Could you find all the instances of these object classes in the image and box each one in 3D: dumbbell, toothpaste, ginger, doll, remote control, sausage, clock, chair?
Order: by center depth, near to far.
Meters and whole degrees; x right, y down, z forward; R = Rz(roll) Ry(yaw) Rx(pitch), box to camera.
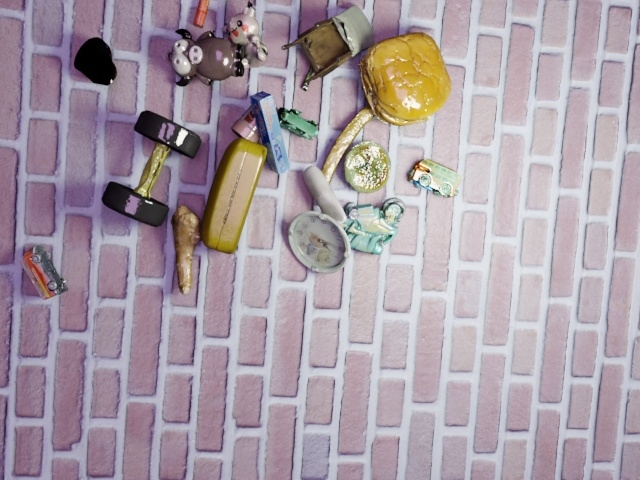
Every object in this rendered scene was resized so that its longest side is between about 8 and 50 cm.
[{"bbox_3d":[-0.534,-0.225,1.660,0.204,0.204,0.322,25,90,-8],"label":"dumbbell"},{"bbox_3d":[-0.374,-0.583,1.690,0.257,0.117,0.182,6,101,1],"label":"doll"},{"bbox_3d":[-0.162,-0.344,1.699,0.053,0.066,0.272,-31,132,-22],"label":"toothpaste"},{"bbox_3d":[-0.238,-0.662,1.719,0.095,0.149,0.192,-40,110,-45],"label":"doll"},{"bbox_3d":[0.033,-0.648,1.729,0.186,0.319,0.160,-23,108,35],"label":"chair"},{"bbox_3d":[-0.388,-0.770,1.730,0.034,0.034,0.129,16,92,-8],"label":"sausage"},{"bbox_3d":[-0.442,0.033,1.732,0.086,0.131,0.294,-5,97,-50],"label":"ginger"},{"bbox_3d":[0.007,-0.148,1.757,0.073,0.044,0.229,-33,78,27],"label":"remote control"},{"bbox_3d":[0.000,0.000,1.770,0.236,0.053,0.236,13,123,22],"label":"clock"}]

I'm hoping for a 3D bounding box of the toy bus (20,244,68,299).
[{"bbox_3d":[-0.899,0.106,1.698,0.077,0.079,0.174,-28,96,5],"label":"toy bus"}]

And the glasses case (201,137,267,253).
[{"bbox_3d":[-0.291,-0.149,1.708,0.141,0.173,0.371,18,97,-7],"label":"glasses case"}]

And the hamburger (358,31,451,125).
[{"bbox_3d":[0.285,-0.533,1.754,0.319,0.158,0.318,1,84,-13],"label":"hamburger"}]

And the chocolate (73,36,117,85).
[{"bbox_3d":[-0.712,-0.562,1.680,0.125,0.080,0.148,-16,103,5],"label":"chocolate"}]

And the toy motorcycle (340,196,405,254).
[{"bbox_3d":[0.152,-0.040,1.818,0.297,0.109,0.198,-8,107,0],"label":"toy motorcycle"}]

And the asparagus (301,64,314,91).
[{"bbox_3d":[-0.014,-0.622,1.795,0.022,0.023,0.232,21,91,-53],"label":"asparagus"}]

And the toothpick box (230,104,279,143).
[{"bbox_3d":[-0.214,-0.397,1.743,0.098,0.098,0.149,40,87,-8],"label":"toothpick box"}]

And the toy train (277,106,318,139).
[{"bbox_3d":[-0.080,-0.386,1.734,0.172,0.099,0.070,20,92,-50],"label":"toy train"}]

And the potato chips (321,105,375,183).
[{"bbox_3d":[0.075,-0.308,1.806,0.080,0.057,0.407,31,89,-10],"label":"potato chips"}]

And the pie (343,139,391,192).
[{"bbox_3d":[0.164,-0.252,1.806,0.187,0.041,0.186,-6,106,-22],"label":"pie"}]

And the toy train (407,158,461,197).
[{"bbox_3d":[0.405,-0.217,1.850,0.188,0.072,0.099,22,85,-8],"label":"toy train"}]
